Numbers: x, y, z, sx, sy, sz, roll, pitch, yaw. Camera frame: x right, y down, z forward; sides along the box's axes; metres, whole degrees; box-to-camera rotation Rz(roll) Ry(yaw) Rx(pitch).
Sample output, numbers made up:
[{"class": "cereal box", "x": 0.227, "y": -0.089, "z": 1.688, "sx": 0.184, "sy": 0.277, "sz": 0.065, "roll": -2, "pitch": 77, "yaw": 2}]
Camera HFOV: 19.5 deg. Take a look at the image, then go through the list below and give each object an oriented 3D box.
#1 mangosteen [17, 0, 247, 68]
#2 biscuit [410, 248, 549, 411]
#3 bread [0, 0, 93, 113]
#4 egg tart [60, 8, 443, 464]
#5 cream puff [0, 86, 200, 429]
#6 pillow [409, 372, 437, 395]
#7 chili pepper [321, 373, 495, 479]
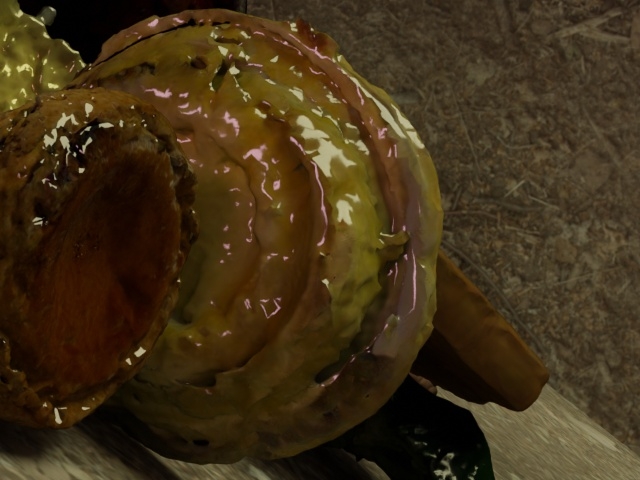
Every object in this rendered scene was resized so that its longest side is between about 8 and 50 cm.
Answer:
[{"class": "mangosteen", "x": -0.245, "y": -0.241, "z": 1.866, "sx": 0.347, "sy": 0.307, "sz": 0.307, "roll": 2, "pitch": -18, "yaw": 38}, {"class": "biscuit", "x": 0.001, "y": -0.002, "z": 1.411, "sx": 0.365, "sy": 0.062, "sz": 0.385, "roll": 43, "pitch": -11, "yaw": -35}, {"class": "bread", "x": -0.181, "y": -0.014, "z": 1.223, "sx": 0.266, "sy": 0.142, "sz": 0.178, "roll": 39, "pitch": 47, "yaw": -9}, {"class": "egg tart", "x": -0.065, "y": -0.002, "z": 1.082, "sx": 0.279, "sy": 0.279, "sz": 0.095, "roll": 39, "pitch": 10, "yaw": 12}, {"class": "cream puff", "x": -0.177, "y": -0.008, "z": 0.993, "sx": 0.169, "sy": 0.183, "sz": 0.183, "roll": 18, "pitch": -3, "yaw": 27}, {"class": "pillow", "x": 0.002, "y": 0.060, "z": 1.837, "sx": 0.236, "sy": 0.084, "sz": 0.223, "roll": 36, "pitch": 4, "yaw": -36}, {"class": "chili pepper", "x": 0.041, "y": 0.126, "z": 1.402, "sx": 0.264, "sy": 0.116, "sz": 0.148, "roll": 39, "pitch": 3, "yaw": 11}]
